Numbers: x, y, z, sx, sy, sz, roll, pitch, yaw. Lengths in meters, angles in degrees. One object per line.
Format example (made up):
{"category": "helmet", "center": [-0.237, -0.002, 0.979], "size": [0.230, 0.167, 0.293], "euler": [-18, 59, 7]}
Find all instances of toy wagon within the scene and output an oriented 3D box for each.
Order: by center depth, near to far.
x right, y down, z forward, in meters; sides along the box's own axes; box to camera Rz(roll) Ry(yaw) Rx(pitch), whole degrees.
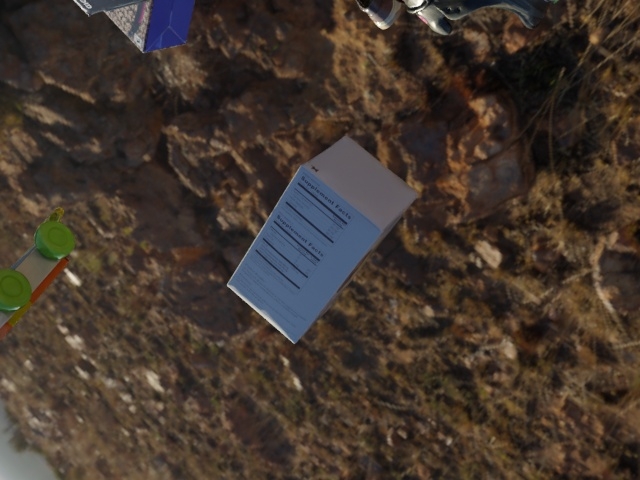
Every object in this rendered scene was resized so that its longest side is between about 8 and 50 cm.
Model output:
{"category": "toy wagon", "center": [-0.461, 0.071, 1.100], "size": [0.267, 0.344, 0.068], "euler": [-33, 109, 32]}

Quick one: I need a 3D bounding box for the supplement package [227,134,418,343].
{"category": "supplement package", "center": [0.000, 0.000, 1.034], "size": [0.134, 0.139, 0.244], "euler": [40, 128, 6]}

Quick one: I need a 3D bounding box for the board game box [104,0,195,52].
{"category": "board game box", "center": [-0.471, -0.681, 1.950], "size": [0.291, 0.141, 0.232], "euler": [46, 138, 21]}

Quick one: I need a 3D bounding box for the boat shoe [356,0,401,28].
{"category": "boat shoe", "center": [0.122, -0.641, 1.830], "size": [0.103, 0.285, 0.092], "euler": [-34, 141, 29]}

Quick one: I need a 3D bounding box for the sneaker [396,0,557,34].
{"category": "sneaker", "center": [0.157, -0.439, 1.203], "size": [0.483, 0.185, 0.202], "euler": [13, 131, 9]}

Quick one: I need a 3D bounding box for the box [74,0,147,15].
{"category": "box", "center": [-0.476, -0.637, 1.616], "size": [0.293, 0.073, 0.295], "euler": [-7, 152, 21]}
